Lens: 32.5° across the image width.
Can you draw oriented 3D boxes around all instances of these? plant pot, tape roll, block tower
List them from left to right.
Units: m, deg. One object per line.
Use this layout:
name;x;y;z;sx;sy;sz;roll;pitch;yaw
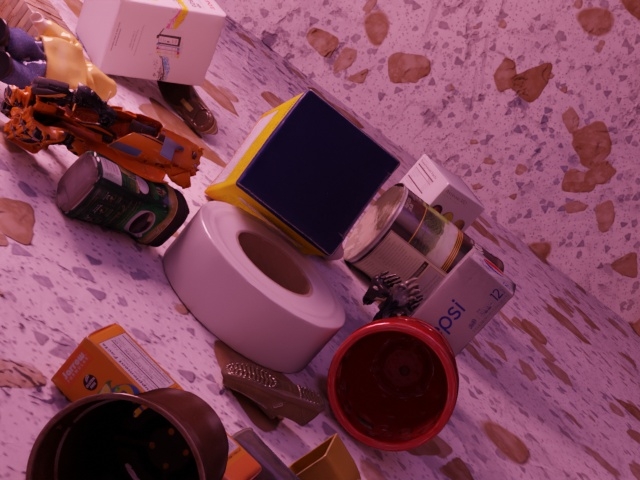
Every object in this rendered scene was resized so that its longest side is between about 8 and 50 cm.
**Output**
block tower;-0.548;-0.420;1.956;0.091;0.097;0.335;20;24;-52
plant pot;-0.167;0.215;1.040;0.167;0.167;0.165;43;7;6
tape roll;-0.099;0.068;1.677;0.286;0.100;0.286;37;16;-13
plant pot;0.007;0.302;1.340;0.083;0.081;0.081;53;16;-1
plant pot;0.118;0.203;1.653;0.191;0.191;0.174;42;13;5

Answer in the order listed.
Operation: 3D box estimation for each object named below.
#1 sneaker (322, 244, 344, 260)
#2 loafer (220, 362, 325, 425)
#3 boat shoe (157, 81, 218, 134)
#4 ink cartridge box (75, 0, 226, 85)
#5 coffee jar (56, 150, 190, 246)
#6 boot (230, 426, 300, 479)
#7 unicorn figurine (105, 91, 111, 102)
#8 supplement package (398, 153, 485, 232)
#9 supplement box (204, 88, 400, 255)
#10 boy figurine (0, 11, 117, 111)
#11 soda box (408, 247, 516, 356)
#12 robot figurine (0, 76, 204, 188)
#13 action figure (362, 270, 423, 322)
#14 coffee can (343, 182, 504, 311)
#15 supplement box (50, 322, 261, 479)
sneaker;0.000;0.000;2.195;0.134;0.051;0.070;30;-31;48
loafer;-0.068;0.209;1.465;0.148;0.050;0.056;23;14;-5
boat shoe;-0.279;-0.290;2.307;0.190;0.068;0.072;55;6;22
ink cartridge box;-0.343;-0.436;2.213;0.233;0.168;0.171;3;36;-35
coffee jar;-0.282;-0.056;1.586;0.184;0.096;0.079;25;30;-46
boot;-0.029;0.293;1.214;0.208;0.076;0.189;52;-15;14
unicorn figurine;-0.363;-0.169;1.793;0.162;0.060;0.111;62;20;13
supplement package;0.222;-0.045;2.457;0.139;0.244;0.134;28;20;-36
supplement box;-0.042;-0.105;1.871;0.195;0.194;0.356;38;-8;-12
boy figurine;-0.443;-0.283;1.793;0.285;0.092;0.177;9;69;-65
soda box;0.185;0.149;1.770;0.098;0.286;0.091;41;15;5
robot figurine;-0.332;-0.152;1.623;0.291;0.085;0.211;21;-20;-29
action figure;0.163;0.149;2.002;0.164;0.141;0.275;47;11;-24
coffee can;0.214;0.041;2.288;0.275;0.201;0.201;37;16;-12
supplement box;-0.178;0.199;1.182;0.233;0.078;0.080;43;19;11
